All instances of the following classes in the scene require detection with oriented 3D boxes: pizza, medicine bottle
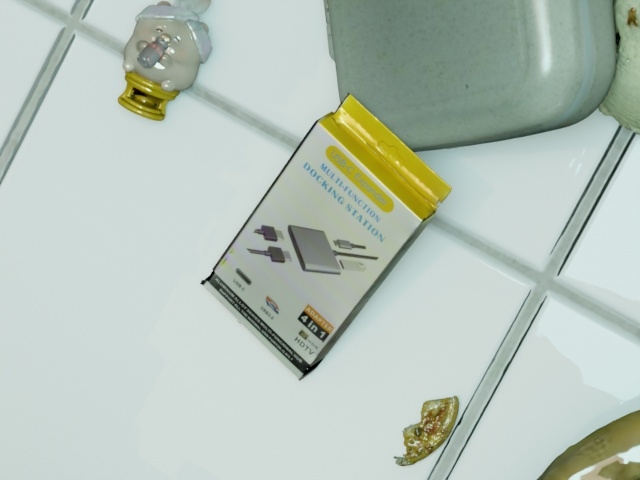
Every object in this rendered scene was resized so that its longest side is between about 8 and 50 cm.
[{"bbox_3d":[0.094,0.168,1.626,0.037,0.016,0.083,43,100,16],"label":"pizza"},{"bbox_3d":[0.114,-0.267,1.532,0.282,0.123,0.375,-8,87,43],"label":"medicine bottle"}]

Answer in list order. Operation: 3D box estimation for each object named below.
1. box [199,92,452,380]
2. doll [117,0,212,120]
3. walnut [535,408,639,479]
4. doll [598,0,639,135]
[{"bbox_3d":[0.000,0.000,1.584,0.129,0.033,0.247,43,127,10],"label":"box"},{"bbox_3d":[-0.141,-0.173,1.647,0.073,0.084,0.127,27,103,11],"label":"doll"},{"bbox_3d":[0.301,0.313,1.412,0.383,0.383,0.384,0,90,13],"label":"walnut"},{"bbox_3d":[0.342,-0.206,1.515,0.278,0.149,0.175,-47,35,-3],"label":"doll"}]
